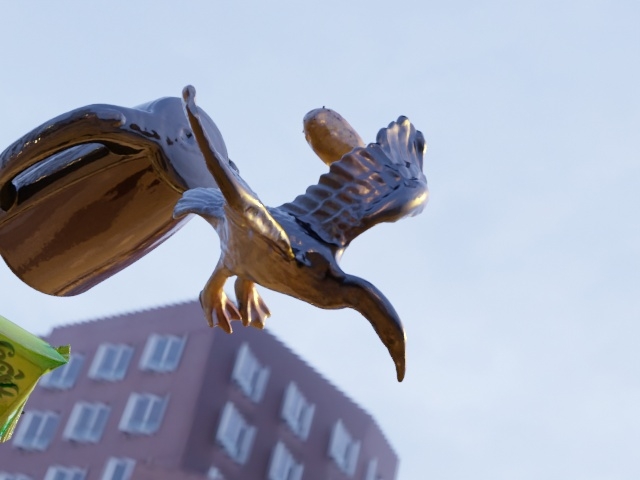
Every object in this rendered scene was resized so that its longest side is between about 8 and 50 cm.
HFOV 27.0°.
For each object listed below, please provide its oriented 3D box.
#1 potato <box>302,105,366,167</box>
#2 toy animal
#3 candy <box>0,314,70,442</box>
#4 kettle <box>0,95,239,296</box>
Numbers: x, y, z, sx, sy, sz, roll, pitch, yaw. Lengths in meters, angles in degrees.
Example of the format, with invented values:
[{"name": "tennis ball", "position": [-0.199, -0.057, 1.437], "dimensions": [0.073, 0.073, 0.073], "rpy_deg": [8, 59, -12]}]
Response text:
[{"name": "potato", "position": [0.014, -0.104, 1.399], "dimensions": [0.083, 0.051, 0.040], "rpy_deg": [52, -21, 10]}, {"name": "toy animal", "position": [-0.008, 0.011, 0.872], "dimensions": [0.160, 0.272, 0.197], "rpy_deg": [-29, -100, 40]}, {"name": "candy", "position": [-0.265, 0.065, 0.893], "dimensions": [0.178, 0.032, 0.102], "rpy_deg": [34, -60, -14]}, {"name": "kettle", "position": [-0.210, -0.059, 1.263], "dimensions": [0.202, 0.144, 0.232], "rpy_deg": [23, -38, -40]}]
